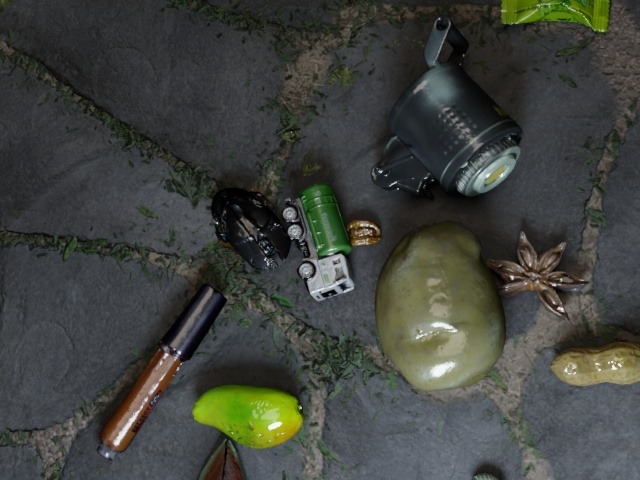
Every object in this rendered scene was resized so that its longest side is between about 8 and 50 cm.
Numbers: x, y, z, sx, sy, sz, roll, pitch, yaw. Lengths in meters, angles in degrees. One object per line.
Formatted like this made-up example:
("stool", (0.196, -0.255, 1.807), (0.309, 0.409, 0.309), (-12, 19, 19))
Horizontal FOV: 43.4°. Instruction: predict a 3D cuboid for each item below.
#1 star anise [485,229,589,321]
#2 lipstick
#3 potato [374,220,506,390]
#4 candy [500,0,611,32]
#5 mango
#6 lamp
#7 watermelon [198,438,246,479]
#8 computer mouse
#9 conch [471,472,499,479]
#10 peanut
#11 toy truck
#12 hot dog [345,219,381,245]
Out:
("star anise", (0.439, 0.071, 1.635), (0.208, 0.063, 0.172), (13, 71, 19))
("lipstick", (-0.340, 0.279, 1.714), (0.077, 0.077, 0.418), (31, 82, 19))
("potato", (0.226, 0.130, 1.564), (0.243, 0.221, 0.326), (-32, 62, 41))
("candy", (0.528, -0.542, 1.807), (0.246, 0.069, 0.149), (6, 71, 12))
("mango", (-0.146, 0.356, 1.633), (0.232, 0.111, 0.125), (-1, 68, 12))
("lamp", (0.292, -0.233, 1.679), (0.272, 0.205, 0.374), (31, 97, 23))
("watermelon", (-0.171, 0.499, 1.577), (0.136, 0.202, 0.207), (14, 74, -25))
("computer mouse", (-0.161, -0.034, 1.779), (0.146, 0.077, 0.242), (-42, 70, -2))
("conch", (0.321, 0.485, 1.527), (0.085, 0.056, 0.076), (22, 91, 18))
("peanut", (0.539, 0.238, 1.543), (0.192, 0.089, 0.089), (-9, 71, 8))
("toy truck", (0.000, 0.000, 1.720), (0.125, 0.101, 0.243), (-18, 71, 6))
("hot dog", (0.090, -0.014, 1.742), (0.083, 0.035, 0.058), (-3, 69, 11))
